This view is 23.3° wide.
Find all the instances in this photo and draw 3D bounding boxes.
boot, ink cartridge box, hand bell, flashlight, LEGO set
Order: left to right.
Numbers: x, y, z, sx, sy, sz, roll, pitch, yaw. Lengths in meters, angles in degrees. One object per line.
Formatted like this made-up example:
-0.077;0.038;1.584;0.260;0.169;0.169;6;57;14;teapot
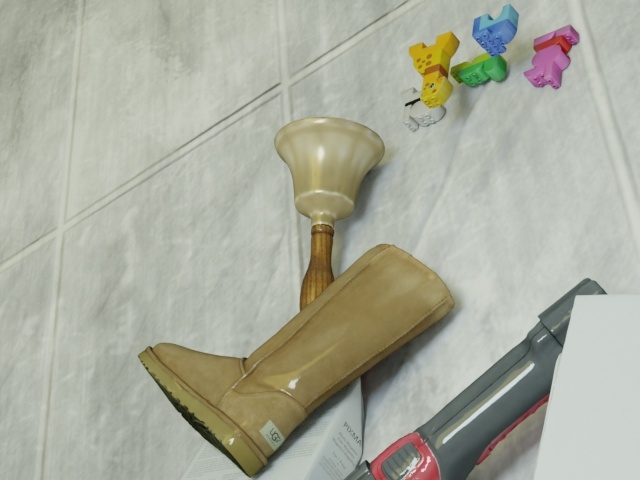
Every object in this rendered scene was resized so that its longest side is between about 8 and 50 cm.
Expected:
-0.033;0.198;1.594;0.189;0.066;0.232;-15;25;37;ink cartridge box
-0.028;0.100;1.592;0.269;0.089;0.236;-41;43;-13;boot
0.000;0.000;1.698;0.126;0.126;0.242;-16;57;37;hand bell
0.160;-0.178;1.695;0.227;0.087;0.093;-20;44;36;LEGO set
0.153;0.166;1.379;0.304;0.103;0.103;-40;2;4;flashlight
0.315;0.163;1.084;0.270;0.198;0.197;-4;55;34;ink cartridge box
